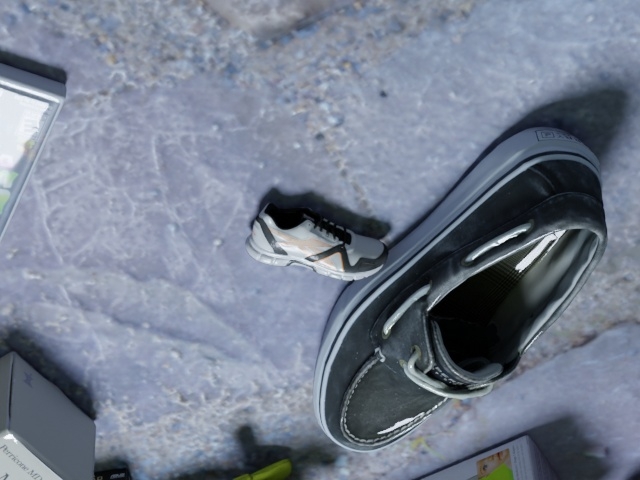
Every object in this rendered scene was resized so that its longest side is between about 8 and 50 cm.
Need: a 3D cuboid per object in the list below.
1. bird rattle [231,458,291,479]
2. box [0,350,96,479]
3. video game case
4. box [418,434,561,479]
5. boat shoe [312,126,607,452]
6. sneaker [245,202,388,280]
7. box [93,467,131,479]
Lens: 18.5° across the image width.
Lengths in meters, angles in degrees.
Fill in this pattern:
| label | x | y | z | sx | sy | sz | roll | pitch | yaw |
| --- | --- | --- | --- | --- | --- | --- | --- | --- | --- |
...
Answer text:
| label | x | y | z | sx | sy | sz | roll | pitch | yaw |
| --- | --- | --- | --- | --- | --- | --- | --- | --- | --- |
| bird rattle | -0.109 | 0.302 | 1.648 | 0.253 | 0.143 | 0.207 | -21 | 138 | 5 |
| box | -0.322 | 0.209 | 1.594 | 0.275 | 0.094 | 0.113 | -30 | 126 | 20 |
| video game case | -0.300 | -0.071 | 1.408 | 0.190 | 0.022 | 0.173 | 17 | 127 | -18 |
| box | 0.113 | 0.270 | 1.665 | 0.203 | 0.114 | 0.103 | -25 | 127 | 17 |
| boat shoe | 0.096 | 0.061 | 1.484 | 0.121 | 0.119 | 0.335 | 21 | 125 | -20 |
| sneaker | 0.000 | 0.000 | 1.478 | 0.109 | 0.040 | 0.044 | 8 | 127 | -11 |
| box | -0.188 | 0.233 | 1.673 | 0.067 | 0.018 | 0.083 | -9 | 130 | 4 |
